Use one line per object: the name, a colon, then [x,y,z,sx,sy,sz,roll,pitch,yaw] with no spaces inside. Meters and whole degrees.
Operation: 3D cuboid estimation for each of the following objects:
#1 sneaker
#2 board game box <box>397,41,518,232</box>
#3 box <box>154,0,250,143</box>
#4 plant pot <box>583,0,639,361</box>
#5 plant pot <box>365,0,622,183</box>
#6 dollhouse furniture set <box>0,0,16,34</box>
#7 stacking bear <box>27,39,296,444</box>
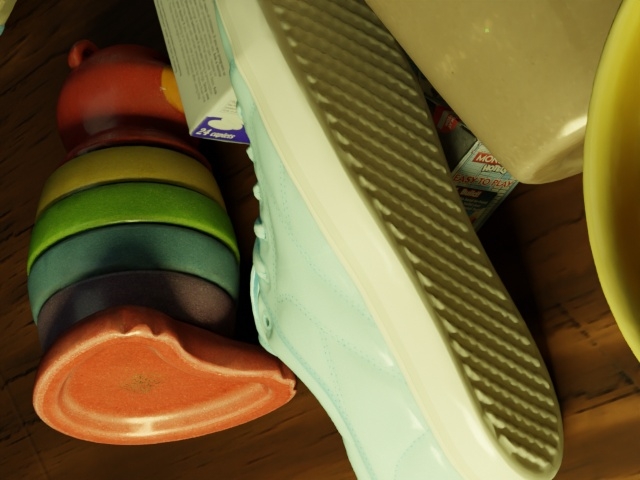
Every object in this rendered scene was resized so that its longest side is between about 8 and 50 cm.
sneaker: [0.000,0.000,1.103,0.150,0.135,0.366,-24,90,31]
board game box: [0.047,-0.054,1.209,0.194,0.060,0.194,-38,57,40]
box: [-0.043,-0.157,1.324,0.137,0.072,0.126,-42,54,40]
plant pot: [0.280,-0.031,0.779,0.254,0.239,0.254,-9,78,49]
plant pot: [0.123,-0.163,1.010,0.263,0.263,0.229,-35,76,42]
dollhouse furniture set: [-0.344,-0.376,1.616,0.286,0.198,0.303,-57,48,24]
stacking bear: [-0.133,-0.014,1.357,0.164,0.175,0.289,-30,53,36]
